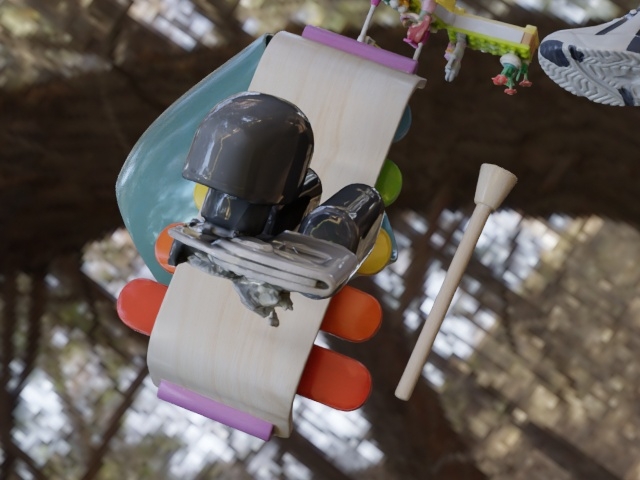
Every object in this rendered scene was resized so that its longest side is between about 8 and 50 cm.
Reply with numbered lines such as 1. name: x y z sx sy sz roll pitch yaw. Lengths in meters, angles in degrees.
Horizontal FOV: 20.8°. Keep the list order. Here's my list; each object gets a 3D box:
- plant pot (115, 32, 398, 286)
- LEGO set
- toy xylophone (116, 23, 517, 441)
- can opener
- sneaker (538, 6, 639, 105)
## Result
1. plant pot: -0.085 -0.048 1.965 0.235 0.293 0.293 -30 -16 10
2. LEGO set: 0.139 -0.204 1.837 0.132 0.287 0.107 -15 51 66
3. toy xylophone: 0.000 0.000 1.305 0.323 0.236 0.081 -60 -10 -7
4. can opener: -0.009 -0.015 0.828 0.280 0.074 0.093 -17 -54 -83
5. sneaker: 0.342 -0.223 1.772 0.094 0.235 0.153 72 -159 -54
